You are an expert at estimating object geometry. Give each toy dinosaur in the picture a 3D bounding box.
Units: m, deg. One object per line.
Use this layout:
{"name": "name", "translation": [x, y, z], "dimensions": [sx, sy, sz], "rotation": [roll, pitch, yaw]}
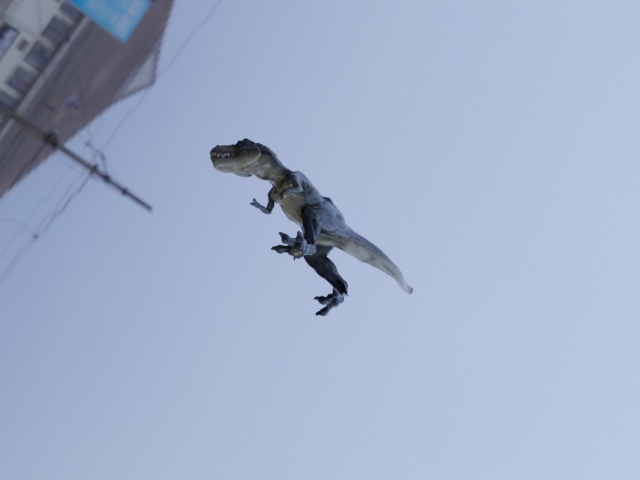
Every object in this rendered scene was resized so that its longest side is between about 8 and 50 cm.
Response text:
{"name": "toy dinosaur", "translation": [0.000, 0.000, 0.980], "dimensions": [0.064, 0.268, 0.118], "rotation": [-37, -158, 33]}
